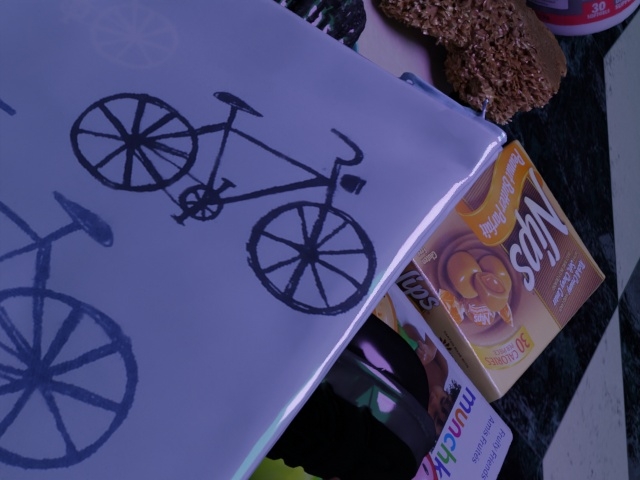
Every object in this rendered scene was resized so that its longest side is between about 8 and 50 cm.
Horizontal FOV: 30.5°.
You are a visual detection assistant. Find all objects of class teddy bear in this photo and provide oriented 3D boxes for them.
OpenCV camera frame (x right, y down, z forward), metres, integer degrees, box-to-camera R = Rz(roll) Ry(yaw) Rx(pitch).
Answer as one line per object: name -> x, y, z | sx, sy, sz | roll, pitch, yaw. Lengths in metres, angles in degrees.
teddy bear -> 0.139, -0.286, 1.261 | 0.338, 0.113, 0.245 | 48, 38, -30

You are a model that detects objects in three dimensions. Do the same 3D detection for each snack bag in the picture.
snack bag -> -0.120, -0.029, 0.589 | 0.342, 0.323, 0.037 | -51, 167, -30

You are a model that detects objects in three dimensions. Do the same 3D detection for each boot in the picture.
boot -> -0.033, -0.043, 0.702 | 0.260, 0.348, 0.131 | -51, 166, -27

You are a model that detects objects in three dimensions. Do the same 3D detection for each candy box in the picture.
candy box -> 0.160, 0.031, 1.173 | 0.183, 0.087, 0.316 | 58, 35, 0

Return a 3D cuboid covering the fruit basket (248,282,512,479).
fruit basket -> 0.012, 0.130, 0.863 | 0.353, 0.165, 0.327 | 48, 43, -13

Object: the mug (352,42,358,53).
mug -> -0.049, -0.165, 0.934 | 0.158, 0.097, 0.129 | 63, 38, -25

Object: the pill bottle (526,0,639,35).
pill bottle -> 0.290, -0.402, 1.346 | 0.319, 0.176, 0.176 | 70, 29, -54
